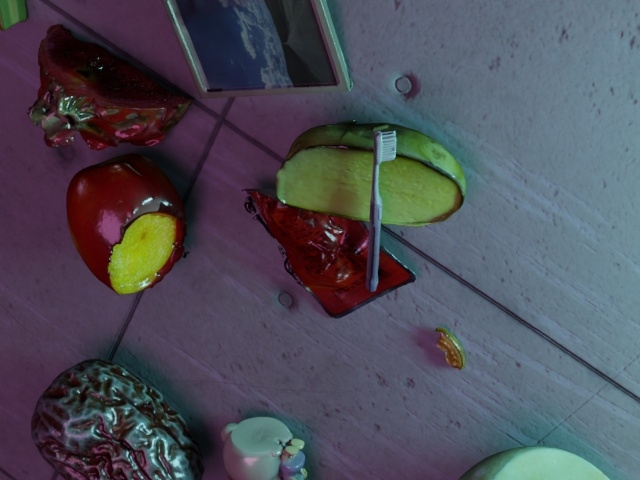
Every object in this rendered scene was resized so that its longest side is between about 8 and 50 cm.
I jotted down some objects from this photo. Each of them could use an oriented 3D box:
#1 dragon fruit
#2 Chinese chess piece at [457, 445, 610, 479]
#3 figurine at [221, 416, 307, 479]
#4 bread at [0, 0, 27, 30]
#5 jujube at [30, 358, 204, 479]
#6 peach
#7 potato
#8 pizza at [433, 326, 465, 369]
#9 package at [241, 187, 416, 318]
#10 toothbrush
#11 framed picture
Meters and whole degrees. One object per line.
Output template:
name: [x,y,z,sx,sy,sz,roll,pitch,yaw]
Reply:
dragon fruit: [-0.365,-0.205,1.928,0.262,0.211,0.134,33,118,15]
Chinese chess piece: [0.325,0.480,1.854,0.349,0.349,0.146,46,140,-2]
figurine: [-0.092,0.427,2.176,0.155,0.127,0.236,5,123,13]
bread: [-0.491,-0.412,1.954,0.084,0.074,0.139,34,124,7]
jujube: [-0.352,0.357,2.209,0.317,0.226,0.226,40,126,-1]
peach: [-0.304,-0.021,1.998,0.196,0.190,0.226,-14,103,17]
potato: [0.075,-0.113,1.794,0.271,0.111,0.160,8,141,1]
pizza: [0.202,0.168,1.953,0.037,0.016,0.083,-22,108,32]
package: [0.000,0.000,1.934,0.194,0.071,0.269,-23,108,48]
toothbrush: [0.084,-0.035,1.787,0.029,0.024,0.354,-5,143,-4]
framed picture: [-0.093,-0.293,1.830,0.259,0.023,0.189,1,131,25]
